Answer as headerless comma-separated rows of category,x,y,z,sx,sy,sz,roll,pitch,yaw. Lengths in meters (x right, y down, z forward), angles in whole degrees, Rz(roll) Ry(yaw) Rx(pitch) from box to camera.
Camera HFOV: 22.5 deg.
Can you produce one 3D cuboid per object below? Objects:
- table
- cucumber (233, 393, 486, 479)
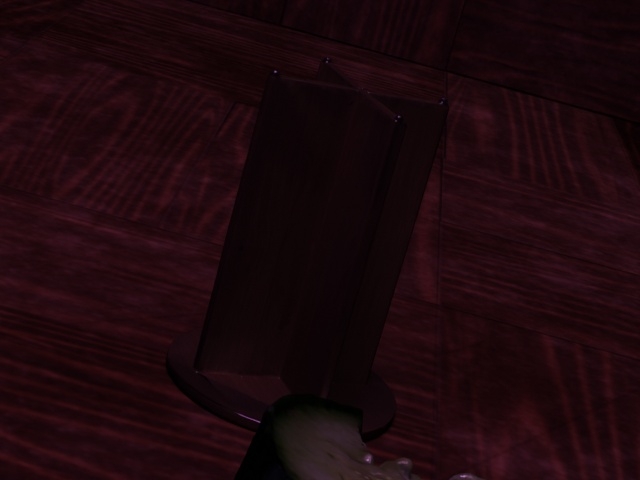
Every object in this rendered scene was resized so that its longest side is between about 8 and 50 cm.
table,0.000,0.000,1.096,0.167,0.226,0.167,14,19,-5
cucumber,0.031,0.171,0.786,0.191,0.130,0.191,18,19,-6
